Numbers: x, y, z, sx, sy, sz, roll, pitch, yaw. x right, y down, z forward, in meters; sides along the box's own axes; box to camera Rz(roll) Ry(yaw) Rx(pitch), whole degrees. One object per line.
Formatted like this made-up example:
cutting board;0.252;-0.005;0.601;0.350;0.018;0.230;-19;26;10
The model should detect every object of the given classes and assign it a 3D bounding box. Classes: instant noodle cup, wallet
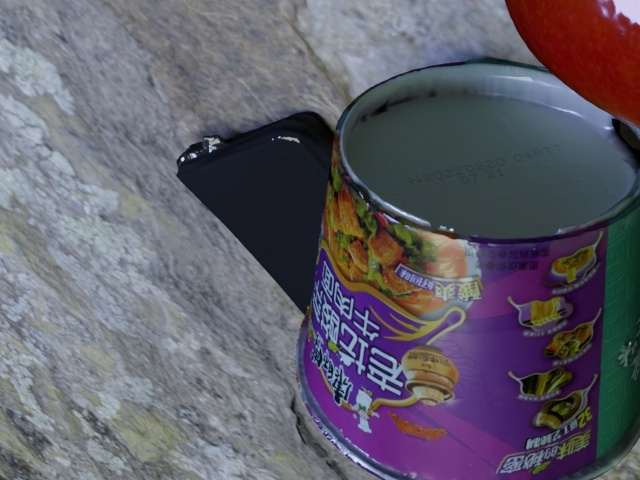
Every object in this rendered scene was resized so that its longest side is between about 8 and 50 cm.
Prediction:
instant noodle cup;0.104;0.012;0.760;0.251;0.251;0.190;16;131;19
wallet;0.000;0.000;0.966;0.149;0.044;0.250;-14;125;39

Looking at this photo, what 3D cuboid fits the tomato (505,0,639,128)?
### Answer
tomato;0.227;-0.132;0.474;0.298;0.298;0.226;21;104;13
